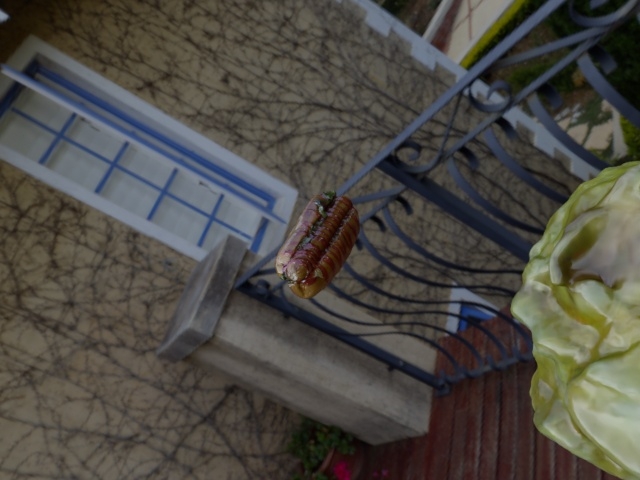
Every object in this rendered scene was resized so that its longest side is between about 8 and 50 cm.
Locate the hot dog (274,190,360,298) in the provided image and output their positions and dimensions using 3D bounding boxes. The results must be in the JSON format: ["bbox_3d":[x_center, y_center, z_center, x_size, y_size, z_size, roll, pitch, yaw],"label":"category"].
[{"bbox_3d":[0.001,-0.001,0.531,0.038,0.062,0.144,-35,11,33],"label":"hot dog"}]

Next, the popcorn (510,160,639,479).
[{"bbox_3d":[0.361,0.080,0.614,0.292,0.293,0.334,6,96,48],"label":"popcorn"}]
